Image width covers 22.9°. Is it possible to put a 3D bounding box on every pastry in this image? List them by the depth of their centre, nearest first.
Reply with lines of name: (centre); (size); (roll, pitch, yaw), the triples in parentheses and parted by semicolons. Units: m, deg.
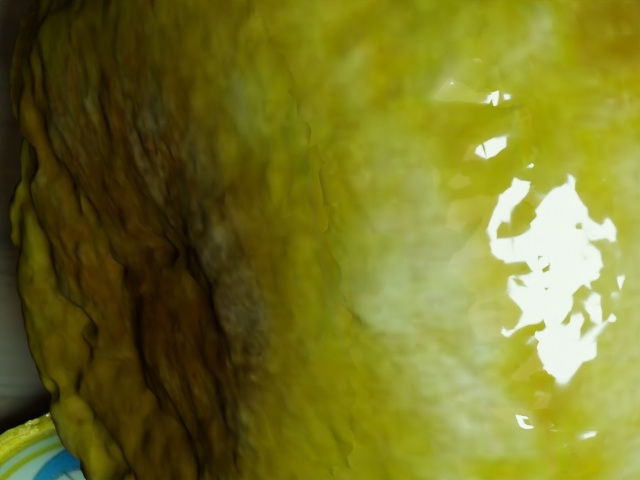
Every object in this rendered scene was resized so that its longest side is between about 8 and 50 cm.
pastry: (0.000, 0.000, 0.580); (0.164, 0.356, 0.356); (-9, 114, -33)

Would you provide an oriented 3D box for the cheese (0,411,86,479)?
cheese: (-0.128, 0.176, 0.768); (0.270, 0.069, 0.177); (-34, 109, 9)
